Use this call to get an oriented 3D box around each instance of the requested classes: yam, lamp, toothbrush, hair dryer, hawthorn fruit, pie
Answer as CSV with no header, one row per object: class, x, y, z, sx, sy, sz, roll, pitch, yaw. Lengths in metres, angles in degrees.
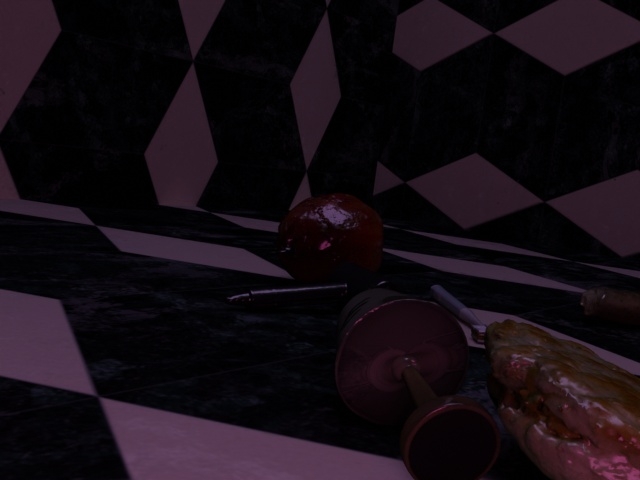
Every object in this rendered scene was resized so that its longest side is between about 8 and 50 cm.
yam,0.612,0.124,1.352,0.318,0.067,0.071,6,-6,-21
lamp,0.073,0.112,0.622,0.121,0.121,0.214,6,16,-11
toothbrush,0.222,0.114,1.190,0.030,0.025,0.342,5,7,-3
hair dryer,-0.013,0.085,1.079,0.256,0.069,0.128,-4,12,-28
hawthorn fruit,0.000,0.000,1.293,0.235,0.181,0.181,0,10,-44
pie,0.203,0.136,0.558,0.201,0.090,0.248,30,6,14
